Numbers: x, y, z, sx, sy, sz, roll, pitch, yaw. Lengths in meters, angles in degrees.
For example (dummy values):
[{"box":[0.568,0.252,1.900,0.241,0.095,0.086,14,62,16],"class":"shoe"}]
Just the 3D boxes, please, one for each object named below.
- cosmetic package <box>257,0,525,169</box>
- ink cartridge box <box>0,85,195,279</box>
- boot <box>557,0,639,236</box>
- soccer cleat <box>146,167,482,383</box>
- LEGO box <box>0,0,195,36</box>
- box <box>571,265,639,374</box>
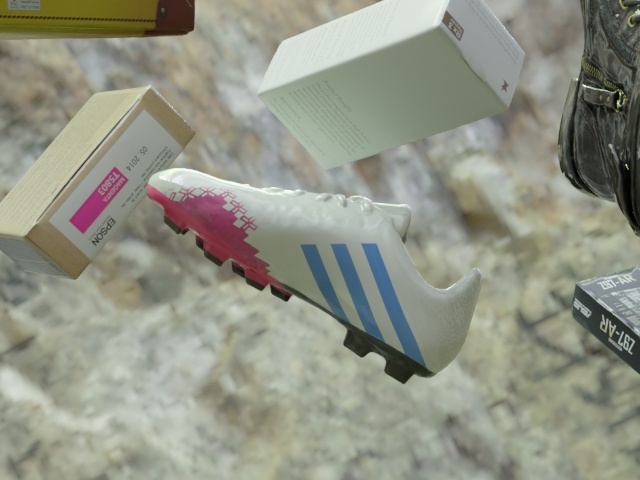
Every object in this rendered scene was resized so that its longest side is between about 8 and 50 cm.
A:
[{"box":[0.065,-0.156,1.646,0.117,0.231,0.085,47,-134,-30],"class":"cosmetic package"},{"box":[-0.280,-0.070,2.085,0.088,0.235,0.193,45,164,-22],"class":"ink cartridge box"},{"box":[0.202,-0.114,0.987,0.229,0.091,0.263,-111,25,-80],"class":"boot"},{"box":[0.000,0.000,1.645,0.331,0.143,0.116,32,180,-1],"class":"soccer cleat"},{"box":[-0.390,-0.254,1.346,0.500,0.372,0.193,-9,-79,-56],"class":"LEGO box"},{"box":[0.161,0.032,0.754,0.083,0.018,0.067,-14,-145,-27],"class":"box"}]
